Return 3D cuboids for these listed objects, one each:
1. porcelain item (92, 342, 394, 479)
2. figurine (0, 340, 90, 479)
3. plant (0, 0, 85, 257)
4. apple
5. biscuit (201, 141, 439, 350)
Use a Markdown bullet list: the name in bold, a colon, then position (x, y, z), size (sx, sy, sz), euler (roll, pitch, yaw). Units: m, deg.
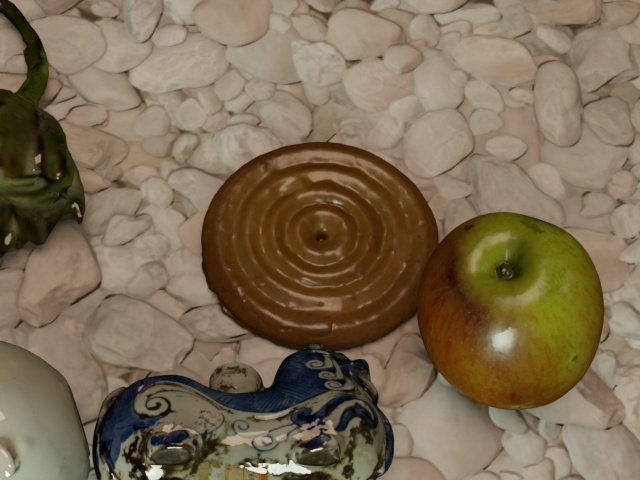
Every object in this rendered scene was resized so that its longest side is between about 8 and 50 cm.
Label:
- **porcelain item**: position (-0.075, 0.178, 1.557), size (0.288, 0.138, 0.186), euler (-3, 39, -3)
- **figurine**: position (-0.397, 0.260, 1.481), size (0.394, 0.226, 0.274), euler (-21, 91, -9)
- **plant**: position (-0.327, -0.155, 1.722), size (0.251, 0.180, 0.333), euler (24, 57, -2)
- **apple**: position (0.192, 0.066, 1.620), size (0.196, 0.196, 0.196), euler (2, 60, -3)
- **biscuit**: position (0.000, 0.000, 1.725), size (0.262, 0.037, 0.262), euler (2, 60, -4)
